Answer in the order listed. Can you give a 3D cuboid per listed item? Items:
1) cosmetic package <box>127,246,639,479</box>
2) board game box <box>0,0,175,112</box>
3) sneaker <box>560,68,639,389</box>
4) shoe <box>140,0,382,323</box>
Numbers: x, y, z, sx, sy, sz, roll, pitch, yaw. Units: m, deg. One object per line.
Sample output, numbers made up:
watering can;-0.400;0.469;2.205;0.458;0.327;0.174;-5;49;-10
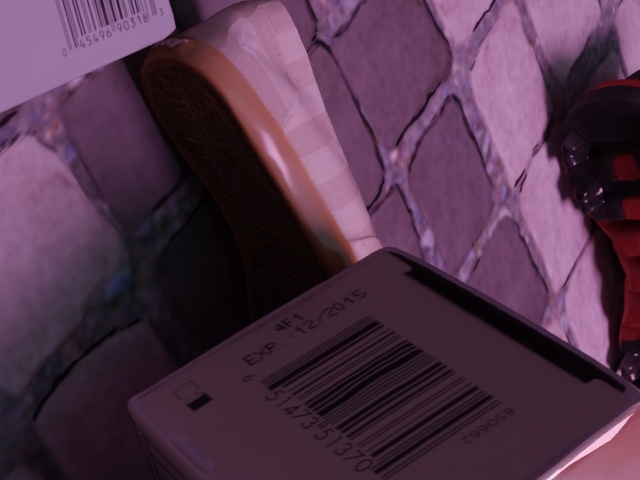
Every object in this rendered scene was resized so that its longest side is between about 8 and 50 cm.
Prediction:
cosmetic package;0.050;0.172;0.578;0.129;0.153;0.296;-30;126;-23
board game box;-0.175;-0.164;0.378;0.224;0.097;0.303;-34;118;-49
sneaker;0.235;0.009;0.924;0.135;0.098;0.276;-43;122;-42
shoe;0.000;0.000;0.628;0.058;0.076;0.219;-47;124;-37
